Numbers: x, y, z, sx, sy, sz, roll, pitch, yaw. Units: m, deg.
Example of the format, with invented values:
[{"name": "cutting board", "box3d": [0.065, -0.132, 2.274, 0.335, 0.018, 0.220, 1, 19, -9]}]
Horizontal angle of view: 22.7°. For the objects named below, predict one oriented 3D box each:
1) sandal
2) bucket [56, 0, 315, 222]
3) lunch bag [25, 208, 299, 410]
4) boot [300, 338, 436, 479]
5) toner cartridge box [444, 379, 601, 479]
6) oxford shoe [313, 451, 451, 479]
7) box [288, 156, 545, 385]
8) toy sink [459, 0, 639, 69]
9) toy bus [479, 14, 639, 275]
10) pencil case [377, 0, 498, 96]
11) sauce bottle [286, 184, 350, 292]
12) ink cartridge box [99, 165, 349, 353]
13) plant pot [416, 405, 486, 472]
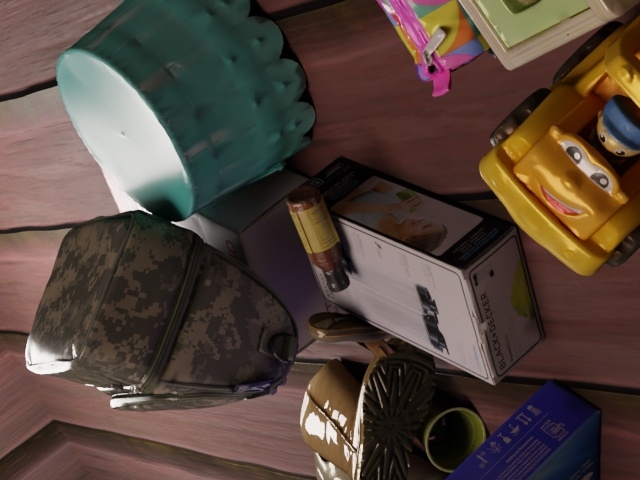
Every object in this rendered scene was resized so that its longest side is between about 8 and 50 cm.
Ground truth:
[{"name": "sandal", "box3d": [0.059, 0.116, 1.902, 0.072, 0.180, 0.049, 28, 112, 52]}, {"name": "bucket", "box3d": [-0.165, -0.168, 1.874, 0.281, 0.183, 0.281, 39, 153, 25]}, {"name": "lunch bag", "box3d": [-0.190, 0.105, 1.950, 0.256, 0.212, 0.305, 22, 165, -22]}, {"name": "boot", "box3d": [0.050, 0.204, 2.087, 0.269, 0.089, 0.236, -141, 65, -70]}, {"name": "toner cartridge box", "box3d": [0.173, 0.323, 1.758, 0.075, 0.348, 0.165, 32, 149, 34]}, {"name": "oxford shoe", "box3d": [0.081, 0.325, 2.193, 0.348, 0.123, 0.130, -3, 116, 59]}, {"name": "box", "box3d": [0.105, 0.030, 1.792, 0.290, 0.087, 0.169, 24, 143, 46]}, {"name": "toy sink", "box3d": [0.196, -0.246, 1.217, 0.153, 0.131, 0.234, 55, 154, -8]}, {"name": "toy bus", "box3d": [0.257, -0.105, 1.214, 0.149, 0.220, 0.211, 47, 149, 5]}, {"name": "pencil case", "box3d": [0.081, -0.255, 1.442, 0.236, 0.104, 0.104, 58, 155, -11]}, {"name": "sauce bottle", "box3d": [0.000, 0.000, 1.778, 0.042, 0.042, 0.128, 21, 140, 48]}, {"name": "ink cartridge box", "box3d": [-0.125, -0.007, 2.086, 0.306, 0.131, 0.226, 27, 145, 45]}, {"name": "plant pot", "box3d": [0.154, 0.242, 2.015, 0.083, 0.083, 0.079, 60, 166, -18]}]
